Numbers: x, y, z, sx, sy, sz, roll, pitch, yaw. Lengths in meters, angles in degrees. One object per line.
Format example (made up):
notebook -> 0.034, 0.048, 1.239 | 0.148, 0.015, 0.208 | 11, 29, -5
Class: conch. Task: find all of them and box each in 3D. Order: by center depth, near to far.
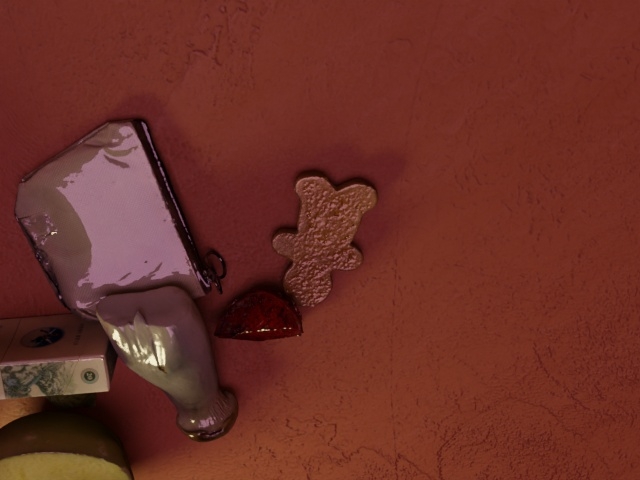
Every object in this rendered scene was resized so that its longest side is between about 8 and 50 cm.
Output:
conch -> -0.436, 0.253, 1.753 | 0.089, 0.074, 0.121 | -12, 137, 17

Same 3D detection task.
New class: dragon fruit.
dragon fruit -> -0.089, 0.127, 1.710 | 0.162, 0.083, 0.106 | -13, 161, 27

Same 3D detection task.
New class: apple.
apple -> -0.447, 0.430, 1.732 | 0.258, 0.233, 0.295 | -14, 104, -12

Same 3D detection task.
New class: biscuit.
biscuit -> 0.000, -0.001, 1.678 | 0.158, 0.035, 0.240 | 16, 112, -8

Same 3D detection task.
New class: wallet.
wallet -> -0.330, -0.015, 1.636 | 0.275, 0.068, 0.335 | -22, 107, 2

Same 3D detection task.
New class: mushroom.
mushroom -> -0.240, 0.208, 1.687 | 0.159, 0.122, 0.328 | 8, 139, 27

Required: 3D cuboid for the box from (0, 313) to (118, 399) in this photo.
box -> -0.466, 0.188, 1.658 | 0.257, 0.164, 0.069 | -4, 113, -2
